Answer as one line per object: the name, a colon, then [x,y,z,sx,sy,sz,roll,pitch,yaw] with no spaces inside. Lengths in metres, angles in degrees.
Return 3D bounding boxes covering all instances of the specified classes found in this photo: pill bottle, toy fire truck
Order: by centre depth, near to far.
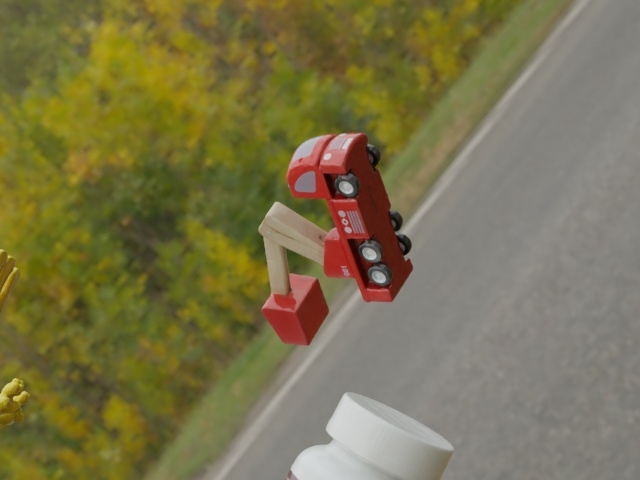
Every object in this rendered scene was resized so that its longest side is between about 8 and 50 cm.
toy fire truck: [0.000,0.000,1.294,0.135,0.192,0.047,1,39,31]
pill bottle: [0.013,0.242,1.308,0.221,0.121,0.121,-63,4,3]

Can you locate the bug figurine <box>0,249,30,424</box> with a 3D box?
bug figurine: [-0.227,0.134,0.769,0.216,0.072,0.279,86,-154,-69]
